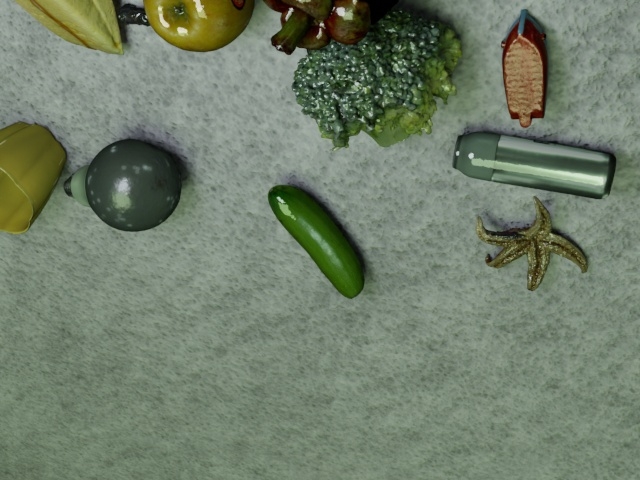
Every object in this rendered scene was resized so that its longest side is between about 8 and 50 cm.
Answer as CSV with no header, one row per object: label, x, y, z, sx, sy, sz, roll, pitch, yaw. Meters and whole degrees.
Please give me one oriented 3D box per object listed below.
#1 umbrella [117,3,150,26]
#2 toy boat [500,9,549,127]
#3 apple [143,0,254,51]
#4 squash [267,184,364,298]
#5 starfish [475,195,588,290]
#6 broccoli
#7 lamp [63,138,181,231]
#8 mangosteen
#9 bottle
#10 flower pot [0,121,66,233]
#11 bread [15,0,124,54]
umbrella,-0.277,-0.379,1.418,0.144,0.040,0.037,13,141,18
toy boat,0.311,-0.260,1.257,0.069,0.058,0.172,1,123,22
apple,-0.194,-0.381,1.298,0.183,0.155,0.182,13,135,13
squash,0.001,-0.002,1.610,0.082,0.082,0.292,-20,122,36
starfish,0.378,0.001,1.469,0.213,0.057,0.238,10,138,5
broccoli,0.090,-0.247,1.304,0.247,0.263,0.243,41,172,32
lamp,-0.392,-0.110,1.659,0.182,0.182,0.314,49,161,-22
mangosteen,0.007,-0.355,1.130,0.211,0.250,0.211,28,164,9
bottle,0.346,-0.123,1.356,0.254,0.079,0.096,11,172,13
flower pot,-0.620,-0.139,1.688,0.195,0.179,0.195,13,133,15
bread,-0.453,-0.399,1.372,0.168,0.163,0.264,18,137,26
